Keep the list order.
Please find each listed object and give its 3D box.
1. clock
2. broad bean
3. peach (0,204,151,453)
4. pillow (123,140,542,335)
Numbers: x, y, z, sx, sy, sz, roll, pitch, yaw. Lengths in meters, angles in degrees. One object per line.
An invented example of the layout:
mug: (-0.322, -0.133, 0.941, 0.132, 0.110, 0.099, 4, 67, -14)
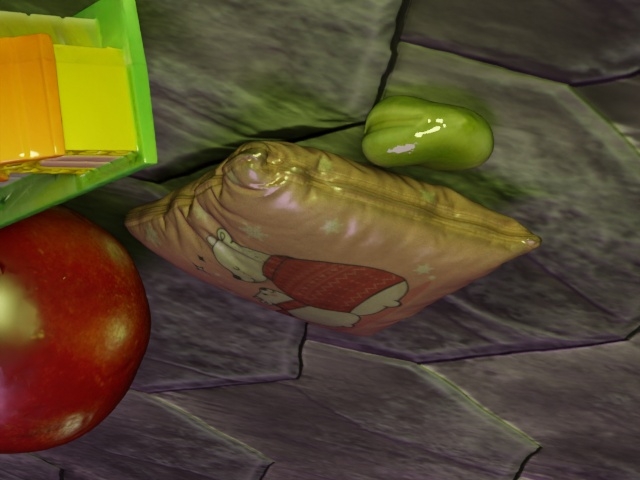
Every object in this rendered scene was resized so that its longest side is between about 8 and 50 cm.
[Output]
clock: (-0.265, -0.070, 0.872, 0.255, 0.106, 0.220, -3, 170, -42)
broad bean: (0.068, -0.064, 0.933, 0.083, 0.045, 0.063, 7, 157, -7)
peach: (-0.252, 0.065, 1.166, 0.243, 0.199, 0.243, 12, 165, 3)
pillow: (0.000, 0.000, 1.048, 0.223, 0.084, 0.236, 22, 157, -23)
